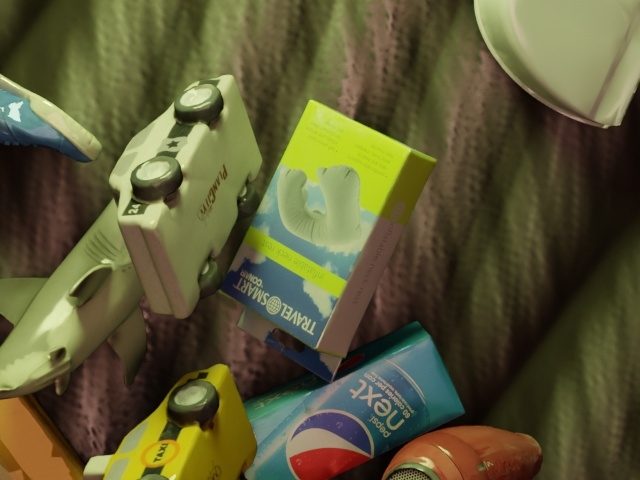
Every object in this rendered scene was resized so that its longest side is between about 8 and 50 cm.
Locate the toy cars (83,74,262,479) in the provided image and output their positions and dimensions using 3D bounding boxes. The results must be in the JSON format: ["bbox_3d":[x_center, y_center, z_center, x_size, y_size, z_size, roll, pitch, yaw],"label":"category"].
[{"bbox_3d":[-0.109,0.070,1.296,0.087,0.176,0.393,-4,76,20],"label":"toy cars"}]

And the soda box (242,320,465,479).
[{"bbox_3d":[-0.004,0.137,1.411,0.210,0.071,0.067,-26,99,-2],"label":"soda box"}]

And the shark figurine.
[{"bbox_3d":[-0.215,0.055,1.347,0.116,0.278,0.166,24,128,25],"label":"shark figurine"}]

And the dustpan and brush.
[{"bbox_3d":[0.145,-0.187,1.399,0.211,0.060,0.147,23,93,-15],"label":"dustpan and brush"}]

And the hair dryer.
[{"bbox_3d":[0.038,0.192,1.384,0.293,0.223,0.080,-16,86,-21],"label":"hair dryer"}]

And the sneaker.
[{"bbox_3d":[-0.238,-0.076,1.367,0.152,0.058,0.084,31,88,-4],"label":"sneaker"}]

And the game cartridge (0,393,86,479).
[{"bbox_3d":[-0.357,0.185,1.395,0.324,0.052,0.285,-36,99,-1],"label":"game cartridge"}]

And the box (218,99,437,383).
[{"bbox_3d":[0.000,0.000,1.380,0.042,0.109,0.178,19,97,-51],"label":"box"}]
